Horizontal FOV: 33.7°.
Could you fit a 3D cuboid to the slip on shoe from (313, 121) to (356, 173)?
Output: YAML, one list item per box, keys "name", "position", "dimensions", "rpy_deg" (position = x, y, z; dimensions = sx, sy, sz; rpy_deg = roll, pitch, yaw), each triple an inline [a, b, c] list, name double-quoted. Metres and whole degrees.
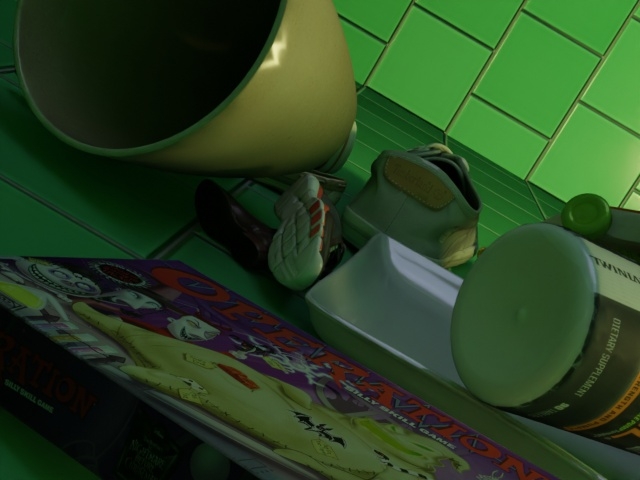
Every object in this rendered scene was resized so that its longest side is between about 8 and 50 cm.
- name: "slip on shoe"
  position: [-0.046, -0.198, 1.466]
  dimensions: [0.101, 0.123, 0.331]
  rpy_deg: [19, 22, -26]

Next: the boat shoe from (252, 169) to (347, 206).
- name: "boat shoe"
  position: [-0.045, -0.083, 1.176]
  dimensions: [0.153, 0.048, 0.056]
  rpy_deg: [31, 13, 0]

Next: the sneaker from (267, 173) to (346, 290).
- name: "sneaker"
  position: [0.000, 0.000, 0.870]
  dimensions: [0.065, 0.061, 0.158]
  rpy_deg: [44, 21, -21]

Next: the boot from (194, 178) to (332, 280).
- name: "boot"
  position: [-0.046, -0.007, 0.925]
  dimensions: [0.114, 0.037, 0.106]
  rpy_deg: [8, 39, -51]

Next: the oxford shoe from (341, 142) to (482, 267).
- name: "oxford shoe"
  position: [0.132, -0.054, 1.290]
  dimensions: [0.169, 0.130, 0.449]
  rpy_deg: [30, 12, 7]

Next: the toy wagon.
- name: "toy wagon"
  position: [0.359, 0.034, 1.274]
  dimensions: [0.344, 0.068, 0.267]
  rpy_deg: [12, -25, 30]

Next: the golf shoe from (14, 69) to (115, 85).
- name: "golf shoe"
  position: [-0.209, -0.147, 1.022]
  dimensions: [0.086, 0.067, 0.186]
  rpy_deg: [35, 14, 24]

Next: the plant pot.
- name: "plant pot"
  position: [-0.078, -0.159, 0.932]
  dimensions: [0.256, 0.256, 0.274]
  rpy_deg: [38, 5, 28]

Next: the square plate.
- name: "square plate"
  position: [0.159, 0.119, 0.885]
  dimensions: [0.344, 0.049, 0.347]
  rpy_deg: [31, 13, 6]

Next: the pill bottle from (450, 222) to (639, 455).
- name: "pill bottle"
  position: [0.222, 0.084, 0.760]
  dimensions: [0.246, 0.130, 0.130]
  rpy_deg: [21, 16, -32]

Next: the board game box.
- name: "board game box"
  position: [-0.008, 0.098, 0.508]
  dimensions: [0.347, 0.056, 0.208]
  rpy_deg: [27, 6, 25]
